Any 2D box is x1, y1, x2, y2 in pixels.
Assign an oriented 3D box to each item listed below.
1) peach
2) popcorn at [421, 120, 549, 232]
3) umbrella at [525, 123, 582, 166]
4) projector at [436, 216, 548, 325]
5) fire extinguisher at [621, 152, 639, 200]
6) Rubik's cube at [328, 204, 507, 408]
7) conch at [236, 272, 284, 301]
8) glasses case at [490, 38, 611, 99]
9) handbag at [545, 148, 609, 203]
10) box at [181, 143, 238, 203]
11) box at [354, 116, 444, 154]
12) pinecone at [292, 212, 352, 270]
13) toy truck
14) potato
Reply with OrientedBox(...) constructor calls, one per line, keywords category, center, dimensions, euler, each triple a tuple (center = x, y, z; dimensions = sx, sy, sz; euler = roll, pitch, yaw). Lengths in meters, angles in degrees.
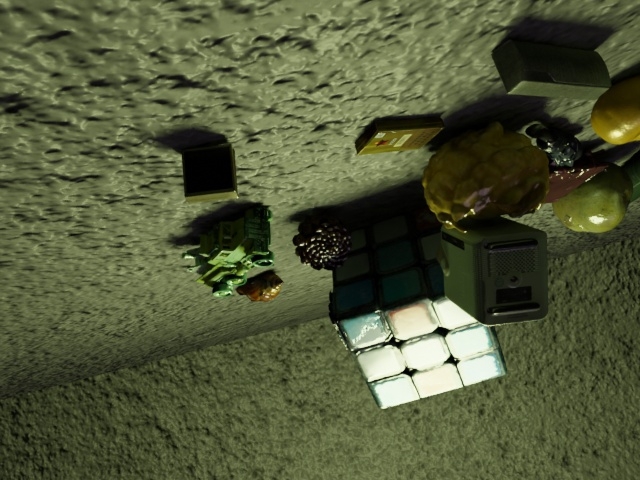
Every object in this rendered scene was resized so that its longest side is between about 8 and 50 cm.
OrientedBox(category="peach", center=(0.592, -0.243, 1.218), dimensions=(0.179, 0.103, 0.179), euler=(-14, 170, -3))
OrientedBox(category="popcorn", center=(0.323, -0.117, 1.264), dimensions=(0.250, 0.190, 0.250), euler=(-19, 168, -4))
OrientedBox(category="umbrella", center=(0.482, -0.199, 1.355), dimensions=(0.071, 0.071, 0.248), euler=(-23, 163, 29))
OrientedBox(category="projector", center=(0.340, 0.051, 1.328), dimensions=(0.163, 0.177, 0.242), euler=(-6, -168, -9))
OrientedBox(category="fire extinguisher", center=(0.856, -0.173, 1.761), dimensions=(0.095, 0.114, 0.311), euler=(30, 167, 8))
OrientedBox(category="Rubik's cube", center=(0.242, 0.162, 1.686), dimensions=(0.359, 0.362, 0.363), euler=(-21, 123, 10))
OrientedBox(category="conch", center=(-0.185, 0.153, 2.026), dimensions=(0.233, 0.080, 0.086), euler=(-23, 156, 33))
OrientedBox(category="glasses case", center=(0.349, -0.254, 0.990), dimensions=(0.205, 0.071, 0.047), euler=(-5, 159, -34))
OrientedBox(category="handbag", center=(0.548, -0.153, 1.593), dimensions=(0.203, 0.074, 0.216), euler=(-10, 164, -21))
OrientedBox(category="box", center=(-0.169, -0.104, 1.014), dimensions=(0.079, 0.083, 0.035), euler=(-7, 166, 0))
OrientedBox(category="box", center=(0.137, -0.181, 1.155), dimensions=(0.133, 0.023, 0.090), euler=(-9, 164, -22))
OrientedBox(category="pinecone", center=(0.001, 0.001, 1.535), dimensions=(0.140, 0.140, 0.121), euler=(-13, -161, -5))
OrientedBox(category="toy truck", center=(-0.203, 0.023, 1.416), dimensions=(0.135, 0.128, 0.259), euler=(13, 152, -35))
OrientedBox(category="potato", center=(0.694, -0.110, 1.718), dimensions=(0.159, 0.174, 0.251), euler=(31, 169, -20))
